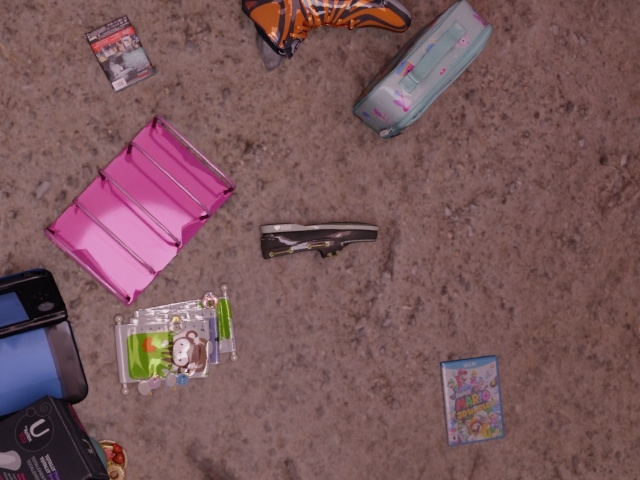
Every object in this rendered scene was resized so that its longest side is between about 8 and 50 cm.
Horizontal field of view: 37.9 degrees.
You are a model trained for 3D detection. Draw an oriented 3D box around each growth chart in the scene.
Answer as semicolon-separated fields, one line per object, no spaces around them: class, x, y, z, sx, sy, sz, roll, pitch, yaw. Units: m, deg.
growth chart;-0.269;0.191;1.734;0.237;0.021;0.172;-14;93;-12

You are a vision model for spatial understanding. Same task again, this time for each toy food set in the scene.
toy food set;-0.395;0.407;1.703;0.082;0.020;0.083;7;88;-12

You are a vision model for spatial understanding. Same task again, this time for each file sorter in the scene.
file sorter;-0.316;-0.053;1.643;0.202;0.182;0.291;43;81;-8

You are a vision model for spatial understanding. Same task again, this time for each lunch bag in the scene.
lunch bag;0.188;-0.313;1.737;0.108;0.224;0.279;43;80;-8

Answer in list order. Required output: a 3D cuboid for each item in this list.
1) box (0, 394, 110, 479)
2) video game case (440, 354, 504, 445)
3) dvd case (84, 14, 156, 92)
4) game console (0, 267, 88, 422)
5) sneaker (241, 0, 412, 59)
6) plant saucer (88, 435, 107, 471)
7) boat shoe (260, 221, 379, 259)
box;-0.525;0.406;1.583;0.270;0.143;0.165;-30;76;-7
video game case;0.304;0.319;1.862;0.119;0.015;0.166;-6;90;-12
dvd case;-0.369;-0.345;1.721;0.087;0.013;0.119;-29;94;-11
game console;-0.572;0.201;1.596;0.293;0.250;0.173;-16;66;-13
sneaker;0.002;-0.415;1.762;0.321;0.124;0.180;20;89;-1
plant saucer;-0.445;0.408;1.675;0.119;0.021;0.119;0;87;3
boat shoe;0.000;0.000;1.768;0.227;0.081;0.069;-1;93;-5
